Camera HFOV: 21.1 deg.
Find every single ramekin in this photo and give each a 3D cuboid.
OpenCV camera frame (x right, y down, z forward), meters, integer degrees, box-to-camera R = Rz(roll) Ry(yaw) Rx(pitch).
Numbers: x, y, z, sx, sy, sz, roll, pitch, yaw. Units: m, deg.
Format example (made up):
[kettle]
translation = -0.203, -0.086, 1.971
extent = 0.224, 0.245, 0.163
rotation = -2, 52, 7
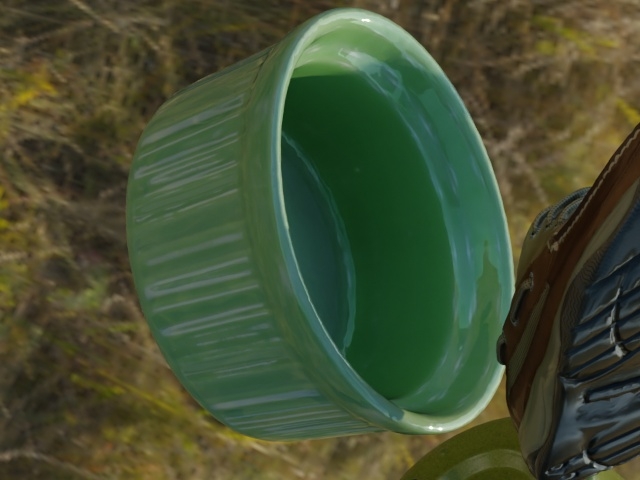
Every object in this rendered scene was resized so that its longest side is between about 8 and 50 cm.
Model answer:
[ramekin]
translation = 0.000, 0.000, 1.223
extent = 0.303, 0.148, 0.303
rotation = 28, 55, -48

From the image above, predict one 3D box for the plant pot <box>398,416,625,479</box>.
[plant pot]
translation = 0.230, 0.370, 1.678
extent = 0.366, 0.366, 0.353
rotation = -44, 118, -22

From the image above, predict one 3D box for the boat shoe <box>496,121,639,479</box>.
[boat shoe]
translation = 0.169, 0.027, 1.061
extent = 0.122, 0.120, 0.324
rotation = -11, 144, -19
